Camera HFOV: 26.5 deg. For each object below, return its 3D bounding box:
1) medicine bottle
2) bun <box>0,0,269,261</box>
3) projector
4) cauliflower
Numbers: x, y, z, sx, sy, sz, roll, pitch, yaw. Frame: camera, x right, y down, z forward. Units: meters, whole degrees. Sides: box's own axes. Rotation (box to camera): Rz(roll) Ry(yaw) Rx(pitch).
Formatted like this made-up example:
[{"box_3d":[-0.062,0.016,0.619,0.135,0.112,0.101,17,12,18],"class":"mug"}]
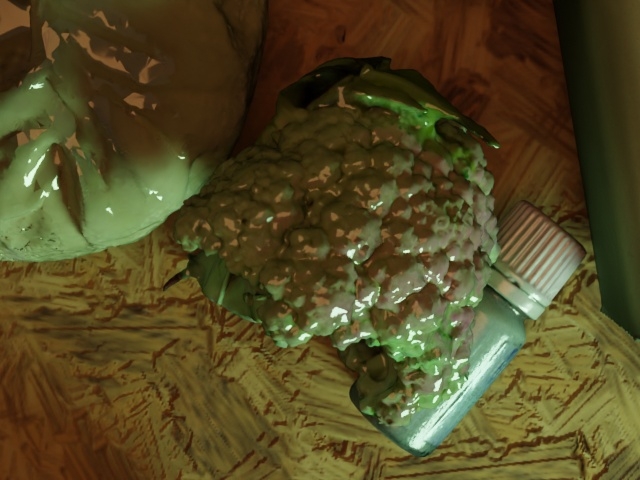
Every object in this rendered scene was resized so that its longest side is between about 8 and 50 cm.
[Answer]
[{"box_3d":[0.113,0.065,1.028,0.083,0.083,0.203,41,96,-1],"class":"medicine bottle"},{"box_3d":[-0.203,-0.162,0.961,0.359,0.211,0.360,0,96,2],"class":"bun"},{"box_3d":[0.306,-0.078,0.924,0.248,0.248,0.249,-9,94,3],"class":"projector"},{"box_3d":[0.000,0.000,0.977,0.239,0.315,0.256,33,52,-22],"class":"cauliflower"}]
